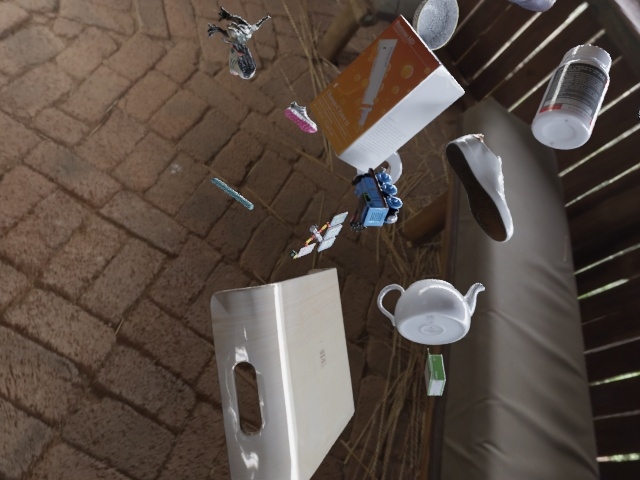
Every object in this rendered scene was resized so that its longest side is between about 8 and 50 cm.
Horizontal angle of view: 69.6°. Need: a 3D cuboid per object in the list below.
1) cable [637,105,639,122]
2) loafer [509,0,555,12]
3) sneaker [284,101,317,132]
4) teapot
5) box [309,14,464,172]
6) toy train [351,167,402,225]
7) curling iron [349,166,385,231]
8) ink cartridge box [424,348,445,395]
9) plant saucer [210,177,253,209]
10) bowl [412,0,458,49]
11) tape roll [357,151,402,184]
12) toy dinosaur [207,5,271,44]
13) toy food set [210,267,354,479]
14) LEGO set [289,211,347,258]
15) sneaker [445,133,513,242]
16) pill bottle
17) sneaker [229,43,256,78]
[{"bbox_3d":[0.748,-0.279,0.956,0.047,0.184,0.150,-25,67,-7],"label":"cable"},{"bbox_3d":[0.277,-0.463,0.638,0.095,0.109,0.302,3,82,-48],"label":"loafer"},{"bbox_3d":[-0.075,-0.530,1.967,0.170,0.063,0.074,31,62,-31],"label":"sneaker"},{"bbox_3d":[0.356,0.210,1.499,0.256,0.252,0.187,24,50,-19],"label":"teapot"},{"bbox_3d":[0.174,-0.389,1.270,0.168,0.345,0.215,16,42,-52],"label":"box"},{"bbox_3d":[0.143,-0.116,1.207,0.105,0.080,0.184,2,46,-16],"label":"toy train"},{"bbox_3d":[0.175,-0.146,1.681,0.068,0.273,0.035,17,30,-7],"label":"curling iron"},{"bbox_3d":[0.461,0.530,1.848,0.062,0.209,0.108,-2,48,6],"label":"ink cartridge box"},{"bbox_3d":[-0.345,-0.186,1.811,0.192,0.018,0.067,35,5,-4],"label":"plant saucer"},{"bbox_3d":[0.354,-0.713,1.487,0.170,0.170,0.080,-5,32,-34],"label":"bowl"},{"bbox_3d":[0.289,-0.366,2.275,0.219,0.219,0.072,28,32,-15],"label":"tape roll"},{"bbox_3d":[-0.223,-0.561,1.209,0.118,0.064,0.268,15,38,1],"label":"toy dinosaur"},{"bbox_3d":[-0.039,0.156,0.598,0.306,0.093,0.219,-4,87,-71],"label":"toy food set"},{"bbox_3d":[0.000,0.000,1.685,0.244,0.182,0.060,-21,59,-44],"label":"LEGO set"},{"bbox_3d":[0.439,-0.142,1.178,0.123,0.106,0.290,-27,93,-21],"label":"sneaker"},{"bbox_3d":[0.758,-0.431,1.380,0.161,0.161,0.283,32,73,-12],"label":"pill bottle"},{"bbox_3d":[-0.227,-0.495,1.315,0.057,0.075,0.161,-1,51,-28],"label":"sneaker"}]
